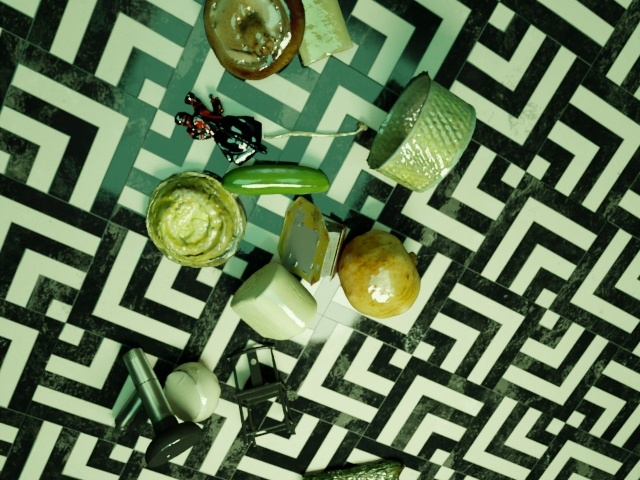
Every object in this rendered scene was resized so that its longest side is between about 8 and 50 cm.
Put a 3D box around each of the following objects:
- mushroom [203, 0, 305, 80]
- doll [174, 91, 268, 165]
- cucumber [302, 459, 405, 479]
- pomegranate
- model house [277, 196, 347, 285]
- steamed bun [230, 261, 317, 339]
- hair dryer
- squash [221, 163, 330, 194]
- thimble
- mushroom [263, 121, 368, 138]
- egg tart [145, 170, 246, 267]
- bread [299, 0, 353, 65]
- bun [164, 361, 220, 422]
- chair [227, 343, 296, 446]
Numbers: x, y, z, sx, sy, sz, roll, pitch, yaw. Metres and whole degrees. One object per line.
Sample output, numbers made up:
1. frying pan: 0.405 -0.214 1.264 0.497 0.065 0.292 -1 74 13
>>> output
1. mushroom: -0.156 -0.511 1.063 0.252 0.153 0.253 5 112 12
2. doll: -0.246 -0.287 1.169 0.248 0.088 0.127 24 122 -4
3. cucumber: 0.116 0.811 1.523 0.359 0.096 0.096 -6 107 -7
4. pomegranate: 0.167 0.093 1.256 0.248 0.248 0.249 -2 106 -7
5. model house: 0.000 0.000 1.266 0.135 0.207 0.220 3 105 -42
6. steamed bun: -0.122 0.167 1.248 0.200 0.250 0.155 44 59 -17
7. hair dryer: -0.487 0.511 1.311 0.155 0.320 0.284 -17 140 -38
8. squash: -0.118 -0.162 1.212 0.292 0.082 0.082 -3 107 -15
9. thimble: 0.249 -0.266 1.138 0.149 0.271 0.271 26 101 -15
10. mushroom: -0.011 -0.290 1.226 0.285 0.026 0.028 -8 91 -3
11. egg tart: -0.338 -0.045 1.217 0.278 0.095 0.279 -2 108 -7
12. bread: -0.011 -0.547 1.129 0.139 0.060 0.178 -21 108 -1
13. bun: -0.365 0.442 1.334 0.172 0.119 0.173 4 98 31
14. chair: -0.177 0.468 1.370 0.154 0.141 0.260 -14 63 -3
